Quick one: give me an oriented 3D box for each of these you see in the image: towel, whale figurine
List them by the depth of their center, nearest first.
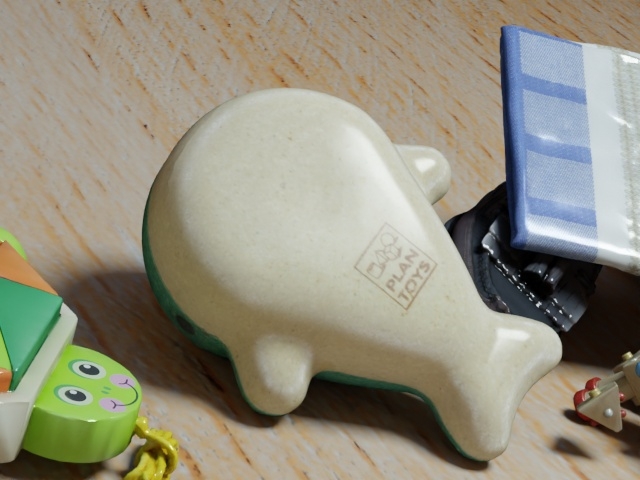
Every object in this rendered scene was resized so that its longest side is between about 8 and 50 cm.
[{"bbox_3d":[0.013,0.031,1.197,0.272,0.141,0.216,36,61,-3],"label":"whale figurine"},{"bbox_3d":[0.260,-0.047,1.360,0.285,0.034,0.209,11,51,-15],"label":"towel"}]

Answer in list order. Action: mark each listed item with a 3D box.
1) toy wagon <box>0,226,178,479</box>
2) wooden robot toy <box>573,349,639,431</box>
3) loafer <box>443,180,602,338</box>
[{"bbox_3d":[-0.235,0.050,1.035,0.344,0.068,0.267,17,23,1],"label":"toy wagon"},{"bbox_3d":[0.223,0.111,1.260,0.079,0.076,0.173,58,30,3],"label":"wooden robot toy"},{"bbox_3d":[0.155,0.000,1.356,0.109,0.095,0.302,50,21,-5],"label":"loafer"}]
